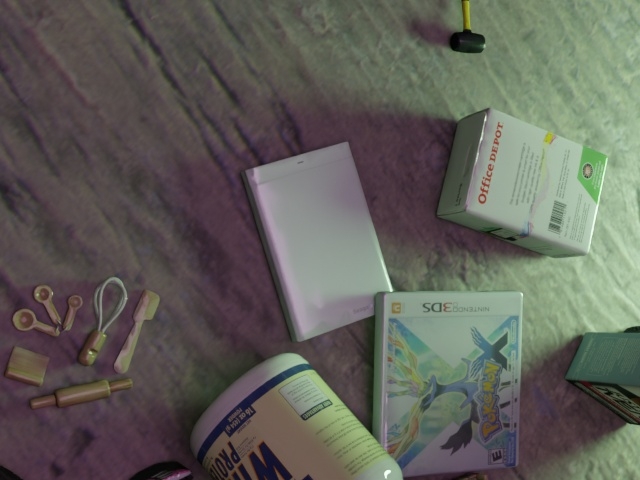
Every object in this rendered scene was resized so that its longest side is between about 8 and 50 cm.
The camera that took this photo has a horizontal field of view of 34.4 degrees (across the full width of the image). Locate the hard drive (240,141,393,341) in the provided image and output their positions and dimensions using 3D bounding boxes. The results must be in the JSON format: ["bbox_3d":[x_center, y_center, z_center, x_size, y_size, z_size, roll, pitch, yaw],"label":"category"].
[{"bbox_3d":[0.000,0.000,1.810,0.203,0.040,0.307,-18,92,-23],"label":"hard drive"}]

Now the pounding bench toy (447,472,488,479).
[{"bbox_3d":[0.268,0.470,1.871,0.065,0.052,0.083,-11,90,-35],"label":"pounding bench toy"}]

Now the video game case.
[{"bbox_3d":[0.232,0.255,1.866,0.300,0.036,0.328,1,91,-26],"label":"video game case"}]

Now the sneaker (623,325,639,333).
[{"bbox_3d":[0.709,0.223,2.066,0.235,0.084,0.097,7,84,-22],"label":"sneaker"}]

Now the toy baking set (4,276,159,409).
[{"bbox_3d":[-0.373,0.161,1.644,0.256,0.030,0.196,-5,88,-23],"label":"toy baking set"}]

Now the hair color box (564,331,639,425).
[{"bbox_3d":[0.639,0.260,1.875,0.185,0.374,0.113,34,74,-17],"label":"hair color box"}]

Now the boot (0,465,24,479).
[{"bbox_3d":[-0.464,0.469,1.558,0.161,0.083,0.246,-41,100,-14],"label":"boot"}]

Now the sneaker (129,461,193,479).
[{"bbox_3d":[-0.284,0.419,1.650,0.178,0.072,0.077,-24,107,-15],"label":"sneaker"}]

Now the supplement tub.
[{"bbox_3d":[-0.021,0.362,1.605,0.235,0.235,0.325,-36,70,-21],"label":"supplement tub"}]

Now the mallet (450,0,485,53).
[{"bbox_3d":[0.284,-0.446,1.970,0.062,0.039,0.189,9,78,-22],"label":"mallet"}]

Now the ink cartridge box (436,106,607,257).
[{"bbox_3d":[0.377,-0.102,1.934,0.278,0.117,0.201,18,79,-21],"label":"ink cartridge box"}]
